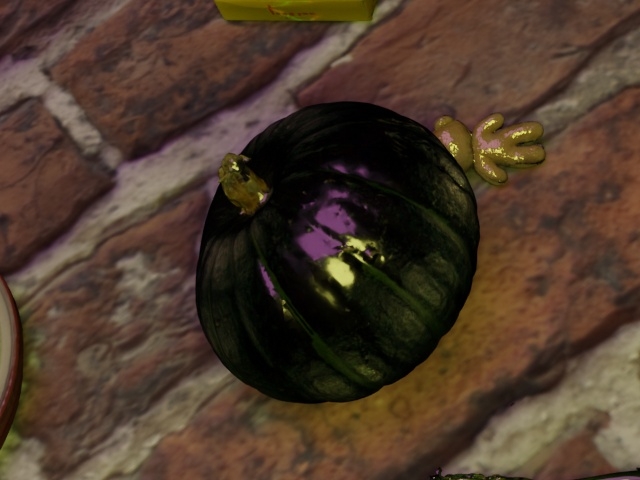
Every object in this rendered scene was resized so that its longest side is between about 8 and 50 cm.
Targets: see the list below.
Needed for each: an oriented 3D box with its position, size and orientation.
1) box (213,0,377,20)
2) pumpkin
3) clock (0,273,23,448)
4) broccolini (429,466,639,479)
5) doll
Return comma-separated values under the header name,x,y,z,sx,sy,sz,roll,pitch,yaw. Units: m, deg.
name,x,y,z,sx,sy,sz,roll,pitch,yaw
box,0.007,-0.327,1.677,0.153,0.041,0.279,3,60,23
pumpkin,0.000,0.000,1.369,0.250,0.216,0.250,-39,27,24
clock,-0.401,0.125,1.508,0.318,0.080,0.318,-9,57,14
broccolini,0.192,0.187,1.285,0.239,0.051,0.054,-4,101,11
doll,0.136,-0.076,1.462,0.093,0.051,0.061,-4,86,21
